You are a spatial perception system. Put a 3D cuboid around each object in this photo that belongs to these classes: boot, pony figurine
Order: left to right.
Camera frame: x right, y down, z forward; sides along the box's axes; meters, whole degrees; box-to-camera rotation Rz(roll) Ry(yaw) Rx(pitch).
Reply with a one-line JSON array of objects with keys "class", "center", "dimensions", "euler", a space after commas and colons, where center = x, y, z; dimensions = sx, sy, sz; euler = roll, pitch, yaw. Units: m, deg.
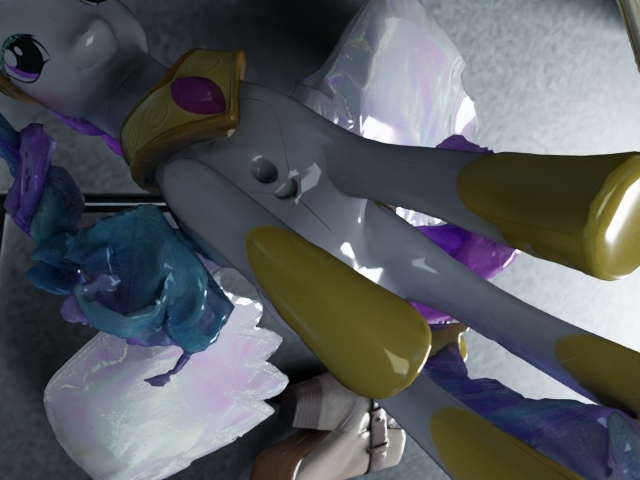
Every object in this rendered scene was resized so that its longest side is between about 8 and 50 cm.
[{"class": "pony figurine", "center": [0.000, 0.000, 0.663], "dimensions": [0.303, 0.363, 0.351], "euler": [-52, 145, -9]}, {"class": "boot", "center": [0.008, 0.128, 0.882], "dimensions": [0.087, 0.042, 0.118], "euler": [6, 110, -36]}]

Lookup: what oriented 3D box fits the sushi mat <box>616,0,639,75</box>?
[{"class": "sushi mat", "center": [0.186, -0.047, 0.755], "dimensions": [0.019, 0.316, 0.151], "euler": [-23, 138, 20]}]
